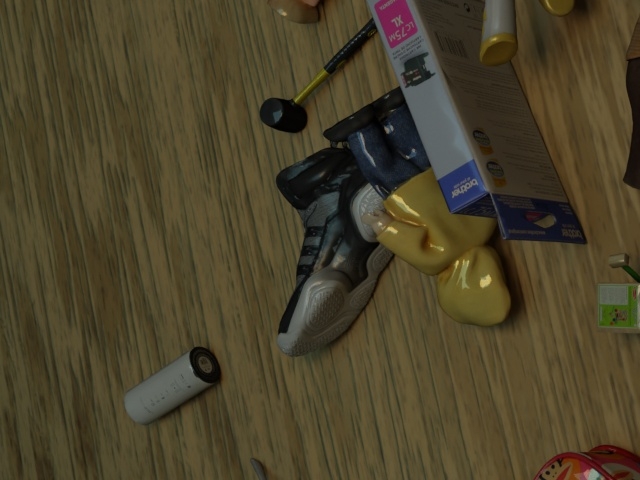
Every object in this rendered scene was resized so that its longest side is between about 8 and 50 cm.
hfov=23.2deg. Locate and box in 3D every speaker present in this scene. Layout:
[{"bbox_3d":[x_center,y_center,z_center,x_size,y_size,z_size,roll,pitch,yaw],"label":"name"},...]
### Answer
[{"bbox_3d":[-0.196,0.192,2.043,0.136,0.055,0.055,-34,69,32],"label":"speaker"}]

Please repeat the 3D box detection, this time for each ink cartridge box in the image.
[{"bbox_3d":[0.169,-0.128,1.683,0.065,0.186,0.311,-32,70,30],"label":"ink cartridge box"}]

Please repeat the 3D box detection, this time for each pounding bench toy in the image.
[{"bbox_3d":[0.328,0.055,1.632,0.052,0.065,0.083,-1,88,39],"label":"pounding bench toy"}]

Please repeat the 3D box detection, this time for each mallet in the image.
[{"bbox_3d":[-0.001,-0.203,1.896,0.189,0.062,0.039,-47,64,27],"label":"mallet"}]

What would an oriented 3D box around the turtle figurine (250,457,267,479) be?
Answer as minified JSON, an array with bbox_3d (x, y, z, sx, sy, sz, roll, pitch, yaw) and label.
[{"bbox_3d":[-0.072,0.425,1.915,0.266,0.275,0.198,43,92,9],"label":"turtle figurine"}]

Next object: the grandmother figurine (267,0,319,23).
[{"bbox_3d":[0.029,-0.428,1.857,0.208,0.104,0.342,39,115,22],"label":"grandmother figurine"}]

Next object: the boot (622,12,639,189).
[{"bbox_3d":[0.394,-0.139,1.547,0.248,0.090,0.206,20,109,61],"label":"boot"}]

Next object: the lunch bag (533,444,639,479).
[{"bbox_3d":[0.294,0.386,1.618,0.258,0.120,0.293,42,113,30],"label":"lunch bag"}]

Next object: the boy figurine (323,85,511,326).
[{"bbox_3d":[0.129,-0.034,1.741,0.285,0.177,0.092,57,146,-4],"label":"boy figurine"}]

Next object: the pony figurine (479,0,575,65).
[{"bbox_3d":[0.214,-0.417,1.600,0.351,0.303,0.363,111,153,-60],"label":"pony figurine"}]

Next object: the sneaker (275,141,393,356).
[{"bbox_3d":[0.000,0.000,1.871,0.153,0.101,0.268,40,107,32],"label":"sneaker"}]
